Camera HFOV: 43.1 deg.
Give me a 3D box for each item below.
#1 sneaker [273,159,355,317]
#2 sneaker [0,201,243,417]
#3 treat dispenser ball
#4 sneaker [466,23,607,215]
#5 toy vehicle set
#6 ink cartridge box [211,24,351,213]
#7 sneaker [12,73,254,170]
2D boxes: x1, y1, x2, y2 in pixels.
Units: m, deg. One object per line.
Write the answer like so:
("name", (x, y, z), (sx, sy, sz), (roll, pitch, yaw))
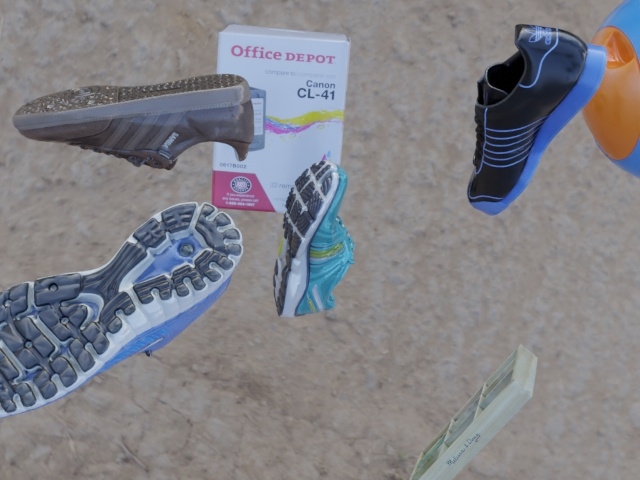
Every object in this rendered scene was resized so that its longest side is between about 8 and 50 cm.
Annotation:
("sneaker", (0.000, 0.000, 1.203), (0.110, 0.107, 0.275), (1, 129, -18))
("sneaker", (-0.225, 0.093, 0.855), (0.330, 0.147, 0.130), (-28, 68, -15))
("treat dispenser ball", (0.507, -0.216, 1.118), (0.288, 0.288, 0.288), (1, 87, -24))
("sneaker", (0.186, -0.119, 0.812), (0.090, 0.232, 0.081), (19, 48, -7))
("toy vehicle set", (0.234, 0.291, 1.261), (0.035, 0.166, 0.267), (40, 109, 6))
("ink cartridge box", (-0.071, -0.208, 1.415), (0.226, 0.131, 0.306), (4, 110, -1))
("sneaker", (-0.146, -0.085, 0.644), (0.188, 0.066, 0.071), (-6, 117, 2))
